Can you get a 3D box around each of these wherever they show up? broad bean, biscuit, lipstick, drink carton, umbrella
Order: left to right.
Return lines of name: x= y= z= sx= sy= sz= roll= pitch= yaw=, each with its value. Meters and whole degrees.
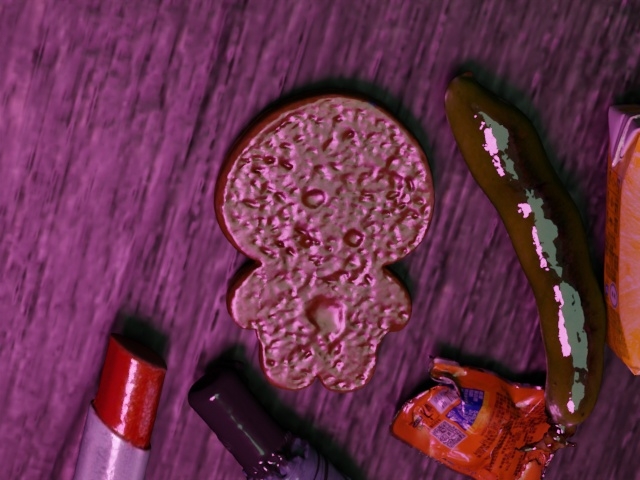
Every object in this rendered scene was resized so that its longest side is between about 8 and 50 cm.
lipstick: x=-0.132 y=0.184 z=1.074 sx=0.068 sy=0.061 sz=0.274 roll=12 pitch=105 yaw=-8
biscuit: x=0.000 y=0.000 z=1.054 sx=0.124 sy=0.026 sz=0.175 roll=4 pitch=106 yaw=-7
umbrella: x=0.008 y=0.172 z=1.090 sx=0.052 sy=0.053 sz=0.250 roll=-31 pitch=111 yaw=21
broad bean: x=0.121 y=0.011 z=1.055 sx=0.069 sy=0.039 sz=0.226 roll=-15 pitch=99 yaw=-11
drink carton: x=0.200 y=-0.029 z=1.046 sx=0.084 sy=0.074 sz=0.200 roll=-4 pitch=108 yaw=-6

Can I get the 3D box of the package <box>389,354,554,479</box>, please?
package: x=0.099 y=0.106 z=1.094 sx=0.111 sy=0.033 sz=0.077 roll=23 pitch=93 yaw=-18
